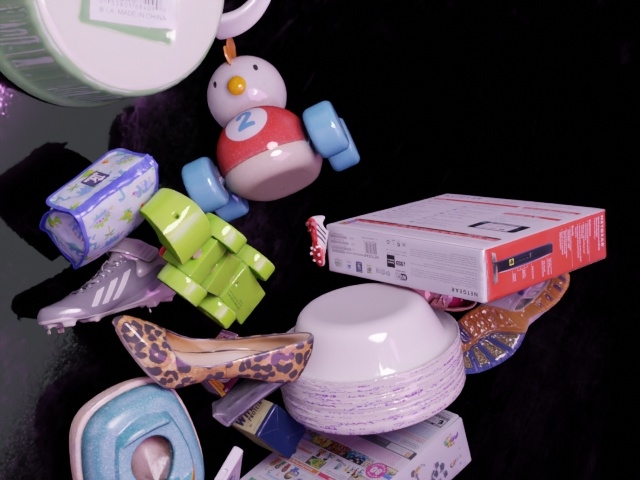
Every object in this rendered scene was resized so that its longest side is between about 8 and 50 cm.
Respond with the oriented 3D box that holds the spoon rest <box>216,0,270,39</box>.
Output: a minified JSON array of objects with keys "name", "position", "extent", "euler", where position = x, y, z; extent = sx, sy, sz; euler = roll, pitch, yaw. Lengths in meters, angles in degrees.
[{"name":"spoon rest","position":[-0.100,-0.413,1.332],"extent":[0.137,0.084,0.276],"euler":[39,54,-70]}]

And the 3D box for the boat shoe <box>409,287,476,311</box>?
[{"name":"boat shoe","position":[0.216,0.094,1.747],"extent":[0.170,0.059,0.063],"euler":[9,92,-42]}]

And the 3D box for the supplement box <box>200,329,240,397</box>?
[{"name":"supplement box","position":[-0.146,0.184,1.457],"extent":[0.083,0.043,0.055],"euler":[-53,125,-22]}]

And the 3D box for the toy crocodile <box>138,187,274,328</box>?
[{"name":"toy crocodile","position":[-0.152,0.034,1.333],"extent":[0.115,0.105,0.340],"euler":[-54,158,-8]}]

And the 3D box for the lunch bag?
[{"name":"lunch bag","position":[-0.275,-0.045,1.228],"extent":[0.129,0.151,0.096],"euler":[-43,96,-27]}]

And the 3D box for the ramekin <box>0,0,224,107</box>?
[{"name":"ramekin","position":[-0.264,-0.313,1.197],"extent":[0.303,0.148,0.303],"euler":[-8,103,-40]}]

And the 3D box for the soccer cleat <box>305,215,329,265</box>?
[{"name":"soccer cleat","position":[0.000,0.000,1.563],"extent":[0.036,0.029,0.083],"euler":[-21,106,-33]}]

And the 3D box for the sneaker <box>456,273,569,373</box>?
[{"name":"sneaker","position":[0.343,0.148,1.834],"extent":[0.296,0.131,0.112],"euler":[-38,86,-6]}]

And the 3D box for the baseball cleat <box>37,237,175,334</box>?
[{"name":"baseball cleat","position":[-0.291,0.055,1.304],"extent":[0.206,0.072,0.109],"euler":[-13,92,-43]}]

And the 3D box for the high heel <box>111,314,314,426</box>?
[{"name":"high heel","position":[-0.140,0.133,1.334],"extent":[0.186,0.093,0.261],"euler":[-40,124,11]}]

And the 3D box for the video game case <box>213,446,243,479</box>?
[{"name":"video game case","position":[-0.157,0.393,1.421],"extent":[0.143,0.019,0.157],"euler":[-59,169,-35]}]

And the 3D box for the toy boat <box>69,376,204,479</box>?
[{"name":"toy boat","position":[-0.282,0.350,1.297],"extent":[0.318,0.148,0.267],"euler":[-31,117,-34]}]

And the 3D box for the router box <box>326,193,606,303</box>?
[{"name":"router box","position":[0.231,0.001,1.559],"extent":[0.301,0.335,0.082],"euler":[-15,106,-39]}]

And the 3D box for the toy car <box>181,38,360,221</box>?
[{"name":"toy car","position":[-0.097,-0.180,1.352],"extent":[0.210,0.219,0.238],"euler":[26,40,-79]}]

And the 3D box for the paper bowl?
[{"name":"paper bowl","position":[0.072,0.163,1.482],"extent":[0.284,0.284,0.148],"euler":[-23,112,-36]}]

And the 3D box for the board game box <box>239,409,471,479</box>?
[{"name":"board game box","position":[0.054,0.366,1.544],"extent":[0.303,0.224,0.097],"euler":[-33,120,-32]}]

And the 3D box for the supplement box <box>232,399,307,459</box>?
[{"name":"supplement box","position":[-0.083,0.285,1.501],"extent":[0.083,0.083,0.056],"euler":[46,68,-36]}]
